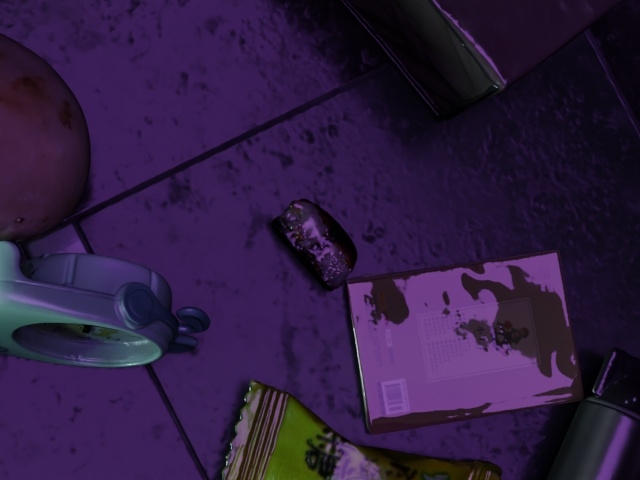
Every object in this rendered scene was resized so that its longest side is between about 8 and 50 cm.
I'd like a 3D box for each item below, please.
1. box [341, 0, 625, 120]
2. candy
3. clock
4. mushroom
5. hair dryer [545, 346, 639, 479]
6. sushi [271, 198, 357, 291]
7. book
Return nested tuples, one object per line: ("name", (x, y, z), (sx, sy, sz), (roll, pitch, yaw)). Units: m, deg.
("box", (0.103, -0.241, 1.163), (0.153, 0.188, 0.252), (-40, 93, -11))
("candy", (0.032, 0.225, 1.160), (0.246, 0.069, 0.149), (20, 79, -7))
("clock", (-0.185, 0.058, 1.109), (0.188, 0.148, 0.060), (10, 67, -14))
("mushroom", (-0.298, -0.064, 1.091), (0.207, 0.207, 0.215), (42, 110, -2))
("hair dryer", (0.316, 0.233, 1.212), (0.248, 0.078, 0.195), (29, 80, -15))
("sushi", (0.000, 0.000, 1.191), (0.046, 0.044, 0.083), (-41, 93, -10))
("book", (0.128, 0.088, 1.215), (0.198, 0.016, 0.138), (-7, 85, -9))
